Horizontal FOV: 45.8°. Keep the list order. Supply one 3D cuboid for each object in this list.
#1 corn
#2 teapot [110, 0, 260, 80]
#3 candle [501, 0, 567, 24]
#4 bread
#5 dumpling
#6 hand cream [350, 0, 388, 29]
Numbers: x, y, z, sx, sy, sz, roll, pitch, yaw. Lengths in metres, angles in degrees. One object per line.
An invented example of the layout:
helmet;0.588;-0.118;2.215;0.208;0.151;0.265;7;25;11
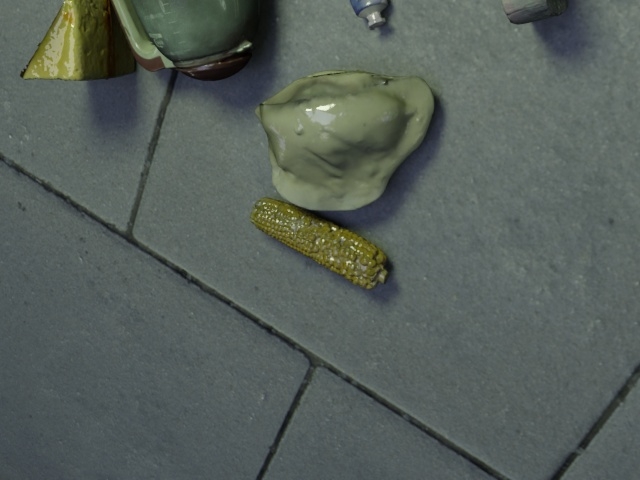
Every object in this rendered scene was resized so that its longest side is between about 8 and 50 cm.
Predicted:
corn;0.000;0.000;1.403;0.288;0.086;0.087;27;119;16
teapot;-0.245;-0.426;1.292;0.314;0.233;0.312;5;117;35
candle;0.302;-0.379;1.073;0.068;0.192;0.168;-7;149;30
bread;-0.444;-0.388;1.395;0.135;0.240;0.178;6;108;9
dumpling;0.030;-0.161;1.263;0.317;0.187;0.243;-2;104;25
hand cream;0.070;-0.415;1.233;0.084;0.053;0.142;-19;89;32
